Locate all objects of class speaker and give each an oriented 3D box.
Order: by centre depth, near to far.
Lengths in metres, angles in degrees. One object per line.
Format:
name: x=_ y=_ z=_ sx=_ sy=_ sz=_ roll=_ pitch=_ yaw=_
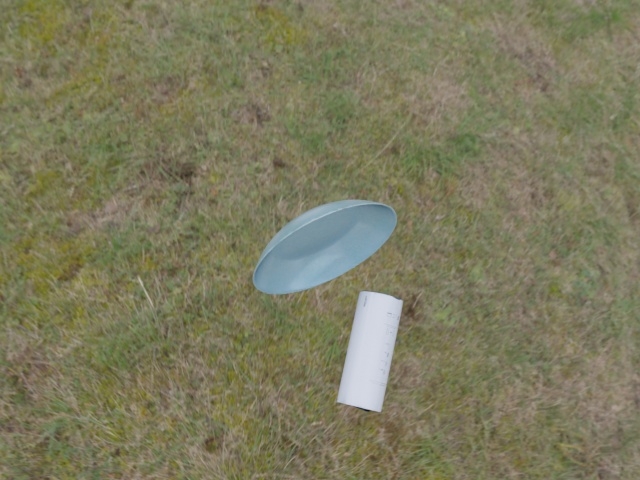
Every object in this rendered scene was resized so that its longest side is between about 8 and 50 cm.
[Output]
speaker: x=0.059 y=0.132 z=0.861 sx=0.055 sy=0.055 sz=0.136 roll=13 pitch=79 yaw=-1

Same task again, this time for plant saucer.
plant saucer: x=0.000 y=0.000 z=0.897 sx=0.194 sy=0.195 sz=0.037 roll=-21 pitch=65 yaw=-14
